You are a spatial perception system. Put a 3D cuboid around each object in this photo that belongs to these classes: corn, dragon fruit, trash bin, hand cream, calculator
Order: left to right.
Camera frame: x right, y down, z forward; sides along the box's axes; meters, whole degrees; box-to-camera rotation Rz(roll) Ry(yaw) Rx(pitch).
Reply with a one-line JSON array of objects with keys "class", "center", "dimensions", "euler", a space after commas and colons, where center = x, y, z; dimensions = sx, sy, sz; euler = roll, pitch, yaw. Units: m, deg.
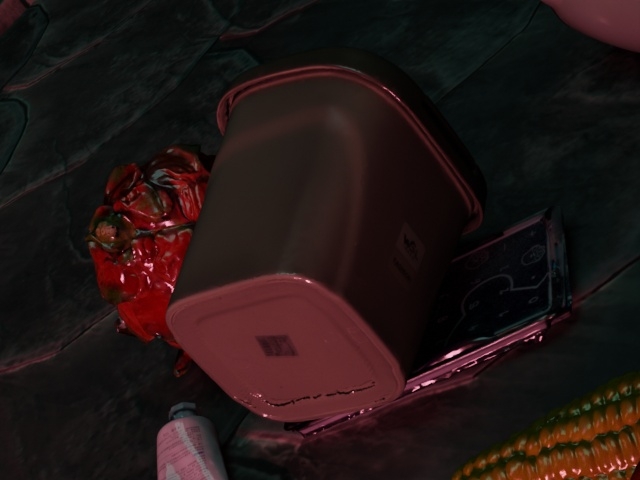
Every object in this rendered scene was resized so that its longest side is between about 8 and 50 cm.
[{"class": "hand cream", "center": [-0.114, 0.204, 1.274], "dimensions": [0.084, 0.053, 0.142], "euler": [-31, 43, 16]}, {"class": "dragon fruit", "center": [-0.118, 0.013, 1.401], "dimensions": [0.193, 0.274, 0.192], "euler": [-28, 68, 19]}, {"class": "trash bin", "center": [0.000, 0.000, 1.213], "dimensions": [0.219, 0.220, 0.250], "euler": [-17, 38, 36]}, {"class": "calculator", "center": [0.091, 0.068, 1.242], "dimensions": [0.274, 0.028, 0.166], "euler": [-27, 29, 23]}, {"class": "corn", "center": [0.237, 0.124, 0.881], "dimensions": [0.363, 0.120, 0.120], "euler": [-28, 28, 25]}]

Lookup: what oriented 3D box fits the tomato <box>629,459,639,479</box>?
[{"class": "tomato", "center": [0.244, 0.163, 0.736], "dimensions": [0.195, 0.195, 0.136], "euler": [-27, -12, 21]}]

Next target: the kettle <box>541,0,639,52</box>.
[{"class": "kettle", "center": [0.338, -0.253, 1.328], "dimensions": [0.221, 0.161, 0.236], "euler": [-17, 17, -22]}]
